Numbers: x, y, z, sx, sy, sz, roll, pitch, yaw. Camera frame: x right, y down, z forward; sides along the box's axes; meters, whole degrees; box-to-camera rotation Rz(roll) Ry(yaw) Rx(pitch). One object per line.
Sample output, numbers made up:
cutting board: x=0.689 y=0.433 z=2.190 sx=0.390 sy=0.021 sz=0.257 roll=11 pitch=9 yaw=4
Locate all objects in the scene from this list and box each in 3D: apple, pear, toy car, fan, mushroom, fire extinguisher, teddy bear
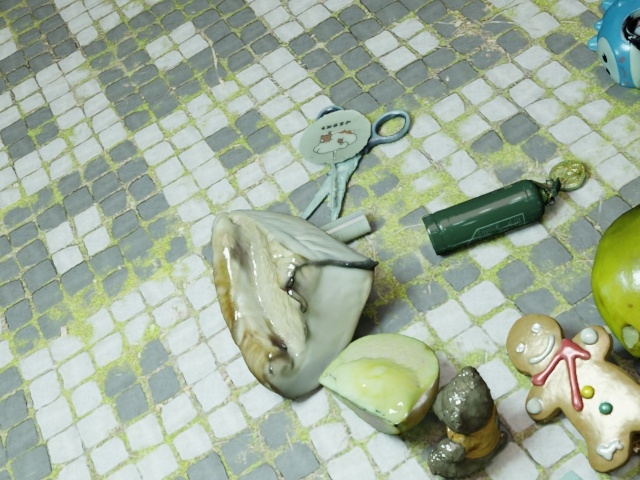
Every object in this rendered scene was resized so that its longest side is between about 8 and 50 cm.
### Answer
apple: x=0.139 y=0.276 z=1.677 sx=0.193 sy=0.120 sz=0.265 roll=-41 pitch=31 yaw=-22
pear: x=0.630 y=0.064 z=1.583 sx=0.269 sy=0.269 sz=0.321 roll=-1 pitch=55 yaw=19
toy car: x=0.716 y=-0.472 z=1.996 sx=0.190 sy=0.188 sz=0.255 roll=9 pitch=61 yaw=35
fan: x=0.032 y=-0.201 z=2.111 sx=0.191 sy=0.009 sz=0.329 roll=-11 pitch=48 yaw=15
mushroom: x=-0.098 y=0.103 z=1.850 sx=0.224 sy=0.313 sz=0.397 roll=-1 pitch=24 yaw=-37
fire extinguisher: x=0.378 y=-0.063 z=1.872 sx=0.311 sy=0.095 sz=0.114 roll=-20 pitch=18 yaw=6
teddy bear: x=0.263 y=0.321 z=1.564 sx=0.140 sy=0.190 sz=0.177 roll=3 pitch=47 yaw=20

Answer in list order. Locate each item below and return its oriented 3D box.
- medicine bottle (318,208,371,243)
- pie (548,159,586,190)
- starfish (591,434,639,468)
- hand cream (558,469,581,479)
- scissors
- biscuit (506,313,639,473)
medicine bottle: x=0.000 y=0.000 z=1.979 sx=0.231 sy=0.059 sz=0.059 roll=-24 pitch=51 yaw=1
pie: x=0.545 y=-0.144 z=1.917 sx=0.084 sy=0.021 sz=0.084 roll=-11 pitch=55 yaw=16
starfish: x=0.588 y=0.357 z=1.517 sx=0.240 sy=0.043 sz=0.227 roll=-22 pitch=48 yaw=10
hand cream: x=0.488 y=0.523 z=1.433 sx=0.109 sy=0.067 sz=0.321 roll=-38 pitch=44 yaw=-9
scissors: x=0.049 y=-0.181 z=2.117 sx=0.256 sy=0.029 sz=0.383 roll=11 pitch=60 yaw=27
biscuit: x=0.459 y=0.255 z=1.580 sx=0.216 sy=0.047 sz=0.339 roll=-49 pitch=49 yaw=11
